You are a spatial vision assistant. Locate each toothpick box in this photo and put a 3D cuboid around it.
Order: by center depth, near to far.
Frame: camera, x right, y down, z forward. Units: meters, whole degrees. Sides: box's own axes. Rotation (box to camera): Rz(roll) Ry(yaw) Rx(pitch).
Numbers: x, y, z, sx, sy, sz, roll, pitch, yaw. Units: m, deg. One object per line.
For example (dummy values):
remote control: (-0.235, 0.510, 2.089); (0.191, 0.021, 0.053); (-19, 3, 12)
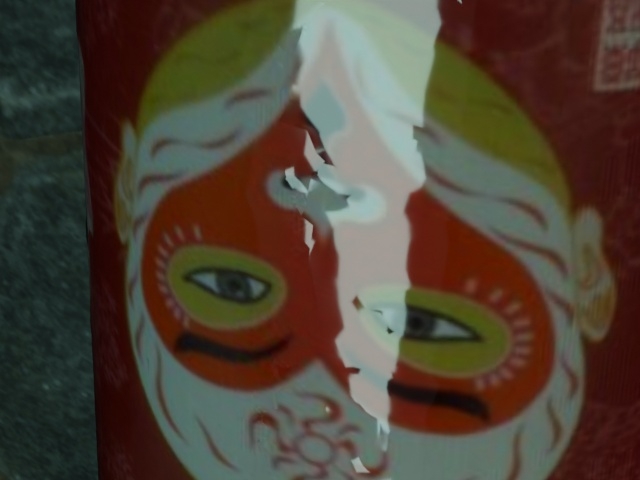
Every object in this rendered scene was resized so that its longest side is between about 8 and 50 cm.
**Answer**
toothpick box: (0.033, -0.008, 0.455); (0.204, 0.204, 0.333); (14, 119, 21)
